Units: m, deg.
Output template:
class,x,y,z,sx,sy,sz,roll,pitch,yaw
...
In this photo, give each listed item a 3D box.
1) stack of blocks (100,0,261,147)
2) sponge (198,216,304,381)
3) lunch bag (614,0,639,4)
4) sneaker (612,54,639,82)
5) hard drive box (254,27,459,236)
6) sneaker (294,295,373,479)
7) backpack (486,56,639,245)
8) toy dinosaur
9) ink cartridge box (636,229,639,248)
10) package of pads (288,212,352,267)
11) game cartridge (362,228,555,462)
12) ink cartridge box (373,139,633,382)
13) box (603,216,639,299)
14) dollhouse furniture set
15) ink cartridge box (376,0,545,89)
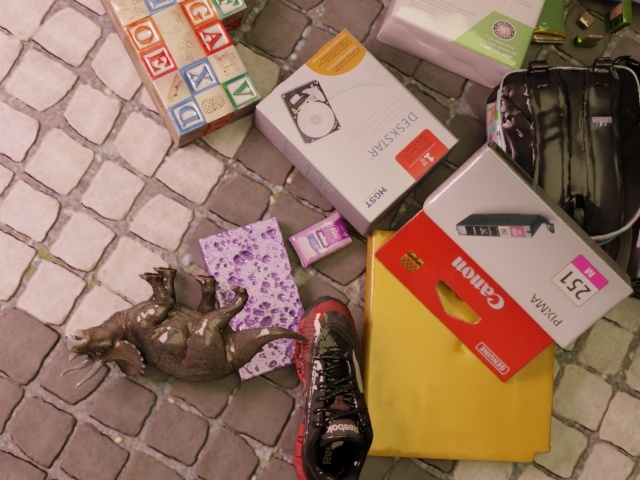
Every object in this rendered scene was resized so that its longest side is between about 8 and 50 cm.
class,x,y,z,sx,sy,sz,roll,pitch,yaw
stack of blocks,-0.194,-0.304,1.520,0.171,0.087,0.297,-27,88,-13
sponge,-0.089,0.083,1.518,0.117,0.031,0.210,-16,86,-12
lunch bag,0.490,-0.477,1.648,0.176,0.090,0.219,10,75,1
sneaker,0.424,-0.245,1.624,0.152,0.084,0.058,-4,84,-10
hard drive box,0.049,-0.154,1.529,0.181,0.089,0.232,-44,84,-13
sneaker,0.020,0.215,1.450,0.097,0.135,0.276,1,91,-14
backpack,0.348,-0.110,1.538,0.225,0.191,0.254,-2,76,-2
toy dinosaur,-0.182,0.128,1.461,0.313,0.121,0.160,10,95,-9
ink cartridge box,0.518,-0.020,1.442,0.143,0.090,0.092,15,81,-5
package of pads,0.000,0.000,1.544,0.083,0.032,0.050,-27,91,-12
game cartridge,0.200,0.155,1.555,0.285,0.052,0.324,5,84,-10
ink cartridge box,0.241,0.041,1.458,0.275,0.060,0.239,44,111,-3
box,0.518,-0.037,1.575,0.142,0.163,0.247,17,81,-5
dollhouse furniture set,0.396,-0.342,1.645,0.151,0.058,0.076,2,82,-10
ink cartridge box,0.246,-0.433,1.599,0.207,0.119,0.353,23,80,-5
